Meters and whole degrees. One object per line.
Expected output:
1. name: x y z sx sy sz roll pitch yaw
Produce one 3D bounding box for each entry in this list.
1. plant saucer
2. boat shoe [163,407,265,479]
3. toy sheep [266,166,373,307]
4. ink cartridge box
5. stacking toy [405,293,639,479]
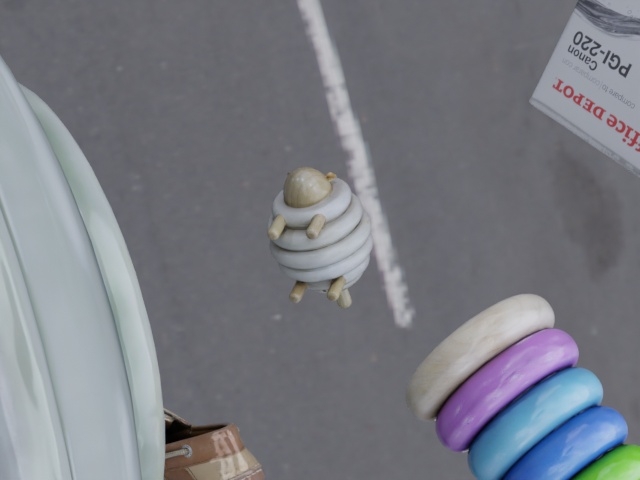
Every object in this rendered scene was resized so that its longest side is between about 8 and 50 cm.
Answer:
1. plant saucer: -0.155 0.045 0.627 0.100 0.400 0.401 -16 96 -31
2. boat shoe: -0.169 0.212 1.502 0.123 0.324 0.116 -21 102 -45
3. toy sheep: 0.000 0.000 1.215 0.091 0.091 0.132 -51 138 -45
4. ink cartridge box: 0.283 -0.163 1.213 0.092 0.158 0.218 1 120 -44
5. stacking toy: 0.211 0.204 1.185 0.141 0.141 0.330 -10 57 -53
